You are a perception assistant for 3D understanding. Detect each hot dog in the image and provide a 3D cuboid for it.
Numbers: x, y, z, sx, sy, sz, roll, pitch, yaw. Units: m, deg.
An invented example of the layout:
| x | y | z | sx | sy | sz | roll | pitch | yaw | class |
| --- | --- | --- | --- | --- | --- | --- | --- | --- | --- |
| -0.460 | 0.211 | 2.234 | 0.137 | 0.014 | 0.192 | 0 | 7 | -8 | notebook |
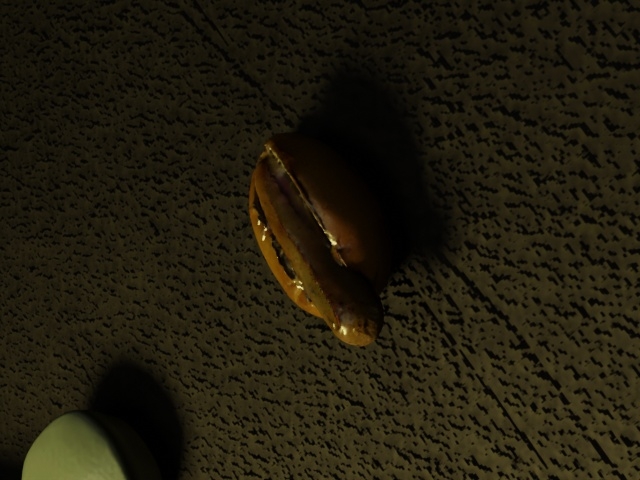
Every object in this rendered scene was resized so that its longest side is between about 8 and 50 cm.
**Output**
| x | y | z | sx | sy | sz | roll | pitch | yaw | class |
| --- | --- | --- | --- | --- | --- | --- | --- | --- | --- |
| -0.001 | 0.001 | 0.716 | 0.090 | 0.060 | 0.140 | -39 | 75 | 47 | hot dog |

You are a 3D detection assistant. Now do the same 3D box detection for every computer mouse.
| x | y | z | sx | sy | sz | roll | pitch | yaw | class |
| --- | --- | --- | --- | --- | --- | --- | --- | --- | --- |
| -0.194 | 0.231 | 0.948 | 0.128 | 0.079 | 0.231 | 46 | 131 | 33 | computer mouse |
